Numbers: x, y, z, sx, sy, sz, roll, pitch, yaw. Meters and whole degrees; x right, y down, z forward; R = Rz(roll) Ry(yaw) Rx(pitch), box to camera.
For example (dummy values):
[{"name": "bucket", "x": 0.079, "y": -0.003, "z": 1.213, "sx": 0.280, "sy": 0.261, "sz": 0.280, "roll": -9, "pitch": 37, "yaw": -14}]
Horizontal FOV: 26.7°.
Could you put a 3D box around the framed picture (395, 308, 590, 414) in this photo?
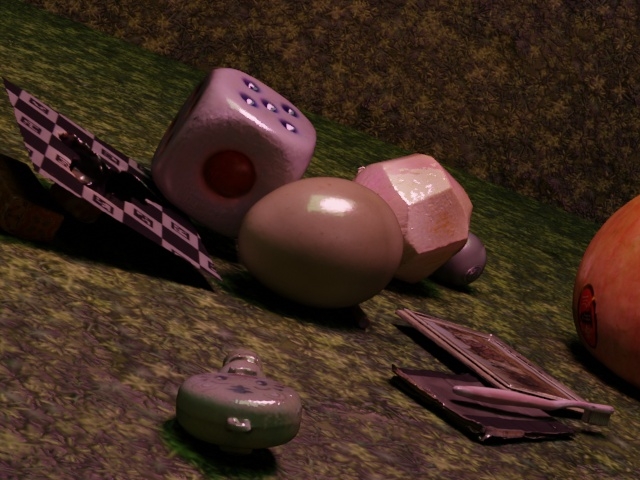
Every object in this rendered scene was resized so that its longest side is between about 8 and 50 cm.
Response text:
[{"name": "framed picture", "x": 0.259, "y": 0.177, "z": 1.977, "sx": 0.217, "sy": 0.017, "sz": 0.274, "roll": 17, "pitch": 12, "yaw": -40}]

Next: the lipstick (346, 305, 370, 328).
[{"name": "lipstick", "x": 0.052, "y": 0.104, "z": 1.971, "sx": 0.019, "sy": 0.019, "sz": 0.094, "roll": 17, "pitch": 13, "yaw": -20}]

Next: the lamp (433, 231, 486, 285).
[{"name": "lamp", "x": 0.246, "y": 0.032, "z": 2.421, "sx": 0.105, "sy": 0.105, "sz": 0.105, "roll": 21, "pitch": 12, "yaw": -5}]

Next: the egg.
[{"name": "egg", "x": 0.000, "y": 0.003, "z": 1.916, "sx": 0.254, "sy": 0.188, "sz": 0.188, "roll": 1, "pitch": 22, "yaw": -35}]

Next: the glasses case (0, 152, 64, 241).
[{"name": "glasses case", "x": -0.412, "y": -0.062, "z": 1.812, "sx": 0.075, "sy": 0.049, "sz": 0.218, "roll": 24, "pitch": 10, "yaw": -31}]

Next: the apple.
[{"name": "apple", "x": 0.620, "y": 0.090, "z": 2.253, "sx": 0.391, "sy": 0.346, "sz": 0.391, "roll": 25, "pitch": 8, "yaw": -4}]

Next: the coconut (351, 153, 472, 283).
[{"name": "coconut", "x": 0.145, "y": -0.038, "z": 2.281, "sx": 0.237, "sy": 0.237, "sz": 0.197, "roll": 5, "pitch": 50, "yaw": -54}]

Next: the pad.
[{"name": "pad", "x": 0.213, "y": 0.214, "z": 1.775, "sx": 0.174, "sy": 0.022, "sz": 0.233, "roll": 32, "pitch": 14, "yaw": 38}]

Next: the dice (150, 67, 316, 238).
[{"name": "dice", "x": -0.131, "y": -0.132, "z": 2.031, "sx": 0.194, "sy": 0.193, "sz": 0.192, "roll": 31, "pitch": 20, "yaw": -15}]

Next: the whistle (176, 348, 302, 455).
[{"name": "whistle", "x": -0.083, "y": 0.163, "z": 1.388, "sx": 0.126, "sy": 0.067, "sz": 0.258, "roll": 8, "pitch": 9, "yaw": -4}]

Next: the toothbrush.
[{"name": "toothbrush", "x": 0.286, "y": 0.219, "z": 1.791, "sx": 0.307, "sy": 0.029, "sz": 0.025, "roll": 13, "pitch": 4, "yaw": -37}]

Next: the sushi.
[{"name": "sushi", "x": -0.313, "y": -0.063, "z": 1.892, "sx": 0.320, "sy": 0.069, "sz": 0.339, "roll": 33, "pitch": 12, "yaw": -32}]
